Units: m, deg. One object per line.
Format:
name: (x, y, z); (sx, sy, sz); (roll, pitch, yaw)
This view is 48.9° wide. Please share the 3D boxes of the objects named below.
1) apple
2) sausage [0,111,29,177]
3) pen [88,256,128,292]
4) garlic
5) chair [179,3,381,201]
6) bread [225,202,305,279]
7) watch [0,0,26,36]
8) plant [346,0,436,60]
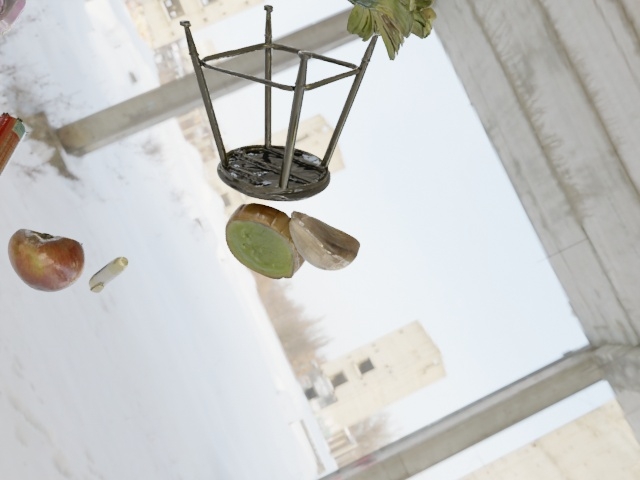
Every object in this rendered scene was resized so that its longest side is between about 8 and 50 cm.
apple: (-0.717, 0.049, 1.847); (0.173, 0.195, 0.160); (116, -20, -55)
sausage: (-0.715, -0.163, 1.514); (0.083, 0.083, 0.263); (72, 19, -46)
pen: (-0.398, 0.066, 1.313); (0.233, 0.032, 0.040); (-24, -129, 58)
garlic: (0.006, 0.013, 1.605); (0.196, 0.087, 0.101); (25, 45, -22)
chair: (-0.109, -0.341, 1.797); (0.365, 0.362, 0.410); (22, -58, 25)
bread: (-0.142, 0.005, 1.856); (0.070, 0.236, 0.236); (-62, 146, -38)
watch: (-0.889, -0.606, 1.748); (0.217, 0.249, 0.210); (47, 22, -49)
plant: (0.089, -0.502, 1.248); (0.297, 0.261, 0.306); (29, 4, -19)
